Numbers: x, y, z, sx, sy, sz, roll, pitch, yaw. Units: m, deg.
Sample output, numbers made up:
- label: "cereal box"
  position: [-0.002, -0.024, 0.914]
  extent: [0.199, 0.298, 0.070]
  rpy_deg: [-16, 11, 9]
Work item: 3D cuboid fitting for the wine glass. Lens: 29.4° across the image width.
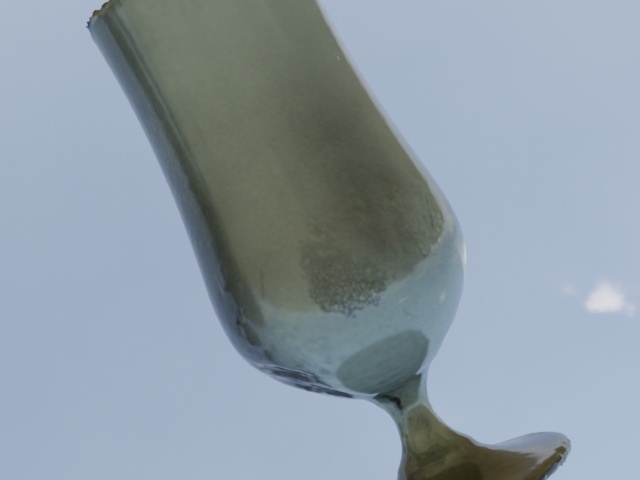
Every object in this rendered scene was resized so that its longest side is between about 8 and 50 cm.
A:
- label: "wine glass"
  position: [0.000, 0.000, 0.476]
  extent: [0.103, 0.231, 0.103]
  rpy_deg: [-28, 179, -1]
